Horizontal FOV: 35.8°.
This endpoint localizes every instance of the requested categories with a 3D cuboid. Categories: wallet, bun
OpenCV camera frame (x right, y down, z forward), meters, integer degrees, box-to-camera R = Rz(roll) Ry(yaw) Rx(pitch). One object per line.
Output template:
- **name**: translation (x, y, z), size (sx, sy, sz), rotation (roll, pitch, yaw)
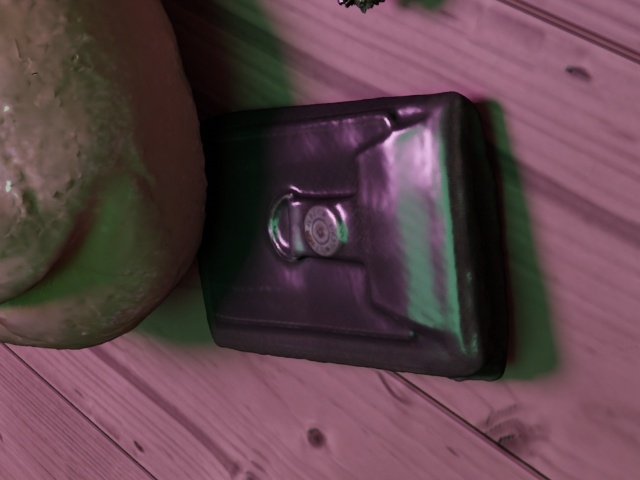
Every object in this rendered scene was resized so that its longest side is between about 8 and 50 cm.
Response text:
- **wallet**: translation (0.000, 0.000, 0.614), size (0.245, 0.052, 0.169), rotation (1, 104, 43)
- **bun**: translation (-0.246, -0.081, 0.672), size (0.365, 0.219, 0.365), rotation (22, 122, 40)

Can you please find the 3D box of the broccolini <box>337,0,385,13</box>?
- **broccolini**: translation (-0.024, -0.229, 0.543), size (0.051, 0.054, 0.239), rotation (-33, 80, 8)
